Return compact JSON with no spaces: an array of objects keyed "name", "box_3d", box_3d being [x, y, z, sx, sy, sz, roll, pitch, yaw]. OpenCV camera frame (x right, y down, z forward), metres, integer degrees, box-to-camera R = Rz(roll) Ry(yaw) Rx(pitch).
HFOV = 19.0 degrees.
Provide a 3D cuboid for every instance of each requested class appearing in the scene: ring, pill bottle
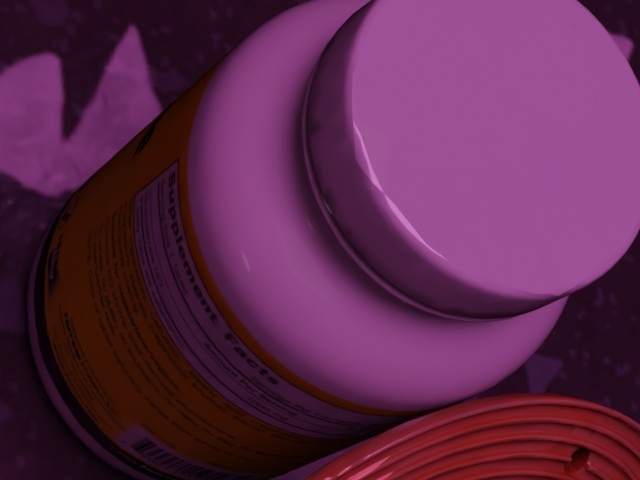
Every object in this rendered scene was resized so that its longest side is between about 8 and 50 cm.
[{"name":"ring","box_3d":[0.034,0.208,0.890,0.337,0.336,0.032,-15,38,-30]},{"name":"pill bottle","box_3d":[0.000,0.000,0.883,0.188,0.334,0.188,9,70,-25]}]
